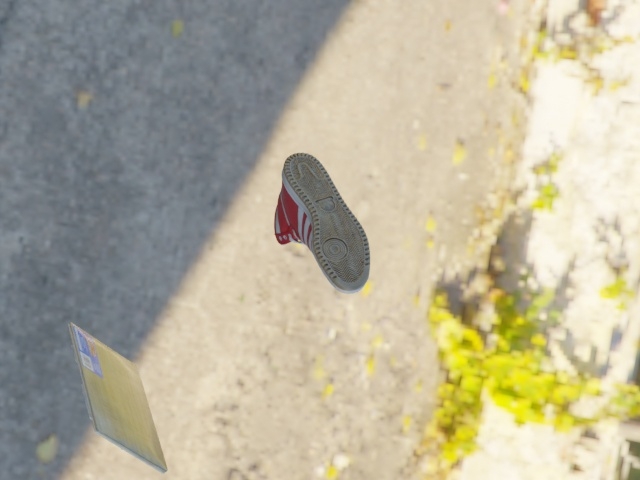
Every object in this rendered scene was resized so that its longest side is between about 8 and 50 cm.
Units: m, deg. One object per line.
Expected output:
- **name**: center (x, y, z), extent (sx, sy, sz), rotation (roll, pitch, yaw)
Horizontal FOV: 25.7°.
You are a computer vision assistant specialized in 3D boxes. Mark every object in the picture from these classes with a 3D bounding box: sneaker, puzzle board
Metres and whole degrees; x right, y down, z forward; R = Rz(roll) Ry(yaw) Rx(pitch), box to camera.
- **sneaker**: center (0.000, 0.000, 1.030), extent (0.042, 0.118, 0.067), rotation (-13, 150, -20)
- **puzzle board**: center (-0.181, 0.139, 1.234), extent (0.096, 0.011, 0.128), rotation (41, 17, -45)
